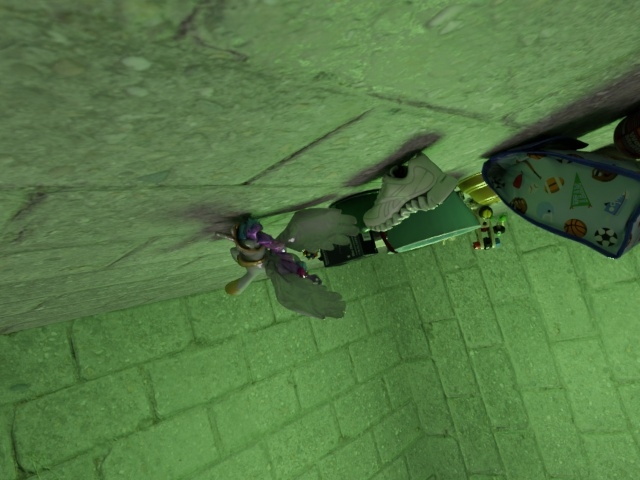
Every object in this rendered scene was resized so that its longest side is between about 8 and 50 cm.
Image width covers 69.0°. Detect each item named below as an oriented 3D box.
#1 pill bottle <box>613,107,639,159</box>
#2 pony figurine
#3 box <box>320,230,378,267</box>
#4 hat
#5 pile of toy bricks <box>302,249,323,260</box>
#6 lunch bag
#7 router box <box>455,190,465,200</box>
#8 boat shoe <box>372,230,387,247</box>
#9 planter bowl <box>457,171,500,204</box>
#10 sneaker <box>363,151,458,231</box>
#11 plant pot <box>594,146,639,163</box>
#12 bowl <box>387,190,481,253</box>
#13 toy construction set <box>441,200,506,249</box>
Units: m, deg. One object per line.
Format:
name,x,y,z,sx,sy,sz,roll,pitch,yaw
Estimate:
pill bottle,0.810,-0.277,1.108,0.121,0.121,0.221,-17,173,6
pony figurine,-0.099,0.067,1.247,0.351,0.302,0.363,10,155,-5
box,0.078,-0.008,1.479,0.158,0.155,0.093,-20,171,37
hat,0.129,-0.029,1.298,0.173,0.183,0.208,-18,173,19
pile of toy bricks,0.000,0.000,1.652,0.212,0.118,0.105,-10,-139,57
lunch bag,0.661,-0.143,1.228,0.386,0.238,0.328,29,-156,38
router box,0.482,-0.148,1.766,0.092,0.038,0.122,-16,173,-3
boat shoe,0.216,-0.027,1.706,0.336,0.095,0.112,-14,158,-13
planter bowl,0.563,-0.174,1.524,0.217,0.090,0.217,-15,174,-2
sneaker,0.180,-0.109,1.072,0.110,0.118,0.292,-50,-171,-31
plant pot,1.048,-0.275,1.732,0.238,0.109,0.237,-16,174,-2
bowl,0.346,-0.075,1.524,0.312,0.163,0.311,-16,174,-2
toy construction set,0.674,-0.109,2.111,0.309,0.237,0.257,-1,-150,23
